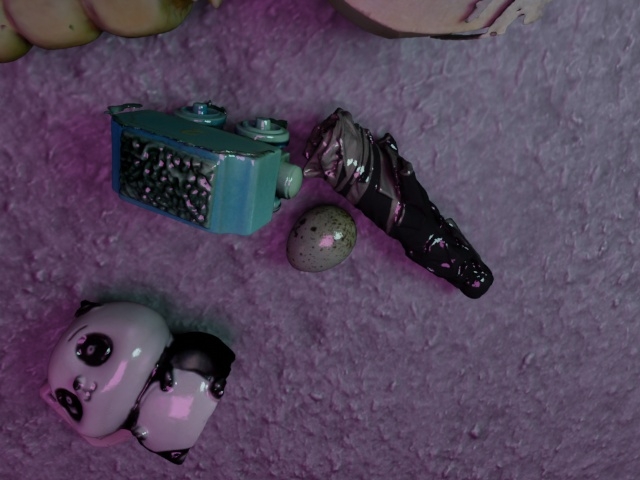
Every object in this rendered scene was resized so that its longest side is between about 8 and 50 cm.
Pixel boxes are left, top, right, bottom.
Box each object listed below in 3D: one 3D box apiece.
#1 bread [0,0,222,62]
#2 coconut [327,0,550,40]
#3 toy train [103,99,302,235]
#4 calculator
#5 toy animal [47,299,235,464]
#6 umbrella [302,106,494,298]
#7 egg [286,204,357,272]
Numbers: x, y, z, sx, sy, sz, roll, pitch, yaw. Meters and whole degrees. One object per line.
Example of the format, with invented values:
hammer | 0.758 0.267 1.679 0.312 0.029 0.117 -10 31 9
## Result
bread | -0.273 -0.328 0.391 0.341 0.210 0.300 -13 137 8
coconut | 0.114 -0.324 0.375 0.323 0.323 0.323 -2 114 -4
toy train | -0.129 -0.086 0.512 0.203 0.163 0.112 17 117 16
calculator | -0.374 0.269 0.735 0.100 0.032 0.175 -27 112 7
toy animal | -0.256 0.190 0.637 0.235 0.165 0.187 28 96 -15
umbrella | 0.128 -0.039 0.607 0.358 0.113 0.106 38 120 -24
egg | 0.000 0.000 0.620 0.085 0.085 0.110 37 109 -18
